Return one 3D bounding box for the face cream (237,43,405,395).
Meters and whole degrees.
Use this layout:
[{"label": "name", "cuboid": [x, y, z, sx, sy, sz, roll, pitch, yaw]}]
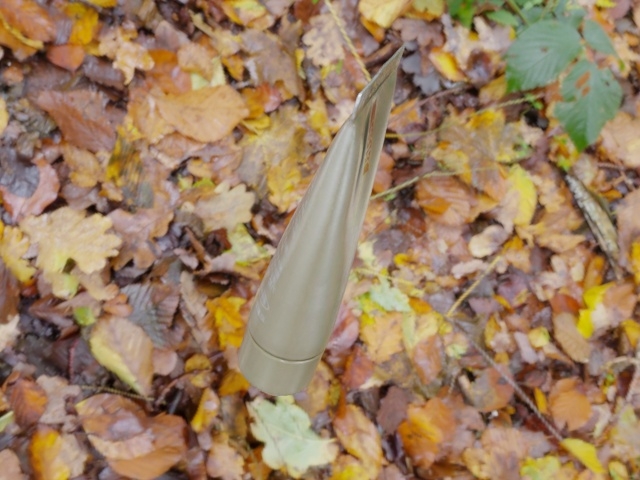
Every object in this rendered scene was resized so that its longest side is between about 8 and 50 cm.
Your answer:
[{"label": "face cream", "cuboid": [0.000, 0.000, 0.617, 0.084, 0.341, 0.137, 25, 35, 7]}]
